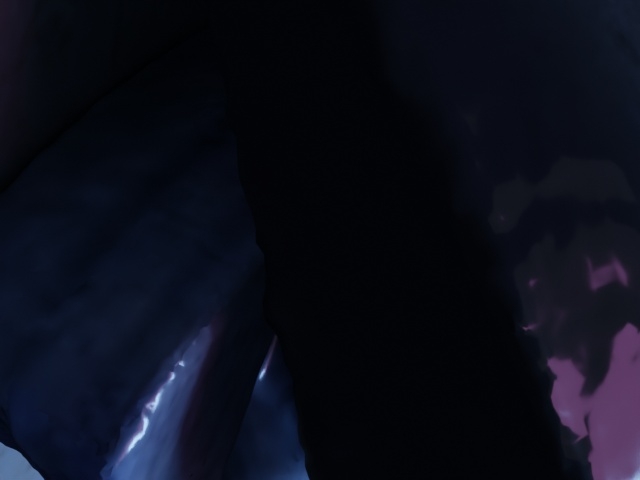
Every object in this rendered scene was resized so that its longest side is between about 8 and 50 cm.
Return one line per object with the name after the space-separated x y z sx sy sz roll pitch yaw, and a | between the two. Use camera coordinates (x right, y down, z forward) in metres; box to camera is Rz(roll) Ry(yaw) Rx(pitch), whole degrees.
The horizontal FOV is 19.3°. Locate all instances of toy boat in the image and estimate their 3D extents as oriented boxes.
0.000 0.000 0.492 0.283 0.078 0.127 -29 146 -59 | toy boat

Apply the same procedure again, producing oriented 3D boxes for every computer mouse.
0.060 -0.022 0.401 0.168 0.087 0.295 -45 126 -48 | computer mouse
